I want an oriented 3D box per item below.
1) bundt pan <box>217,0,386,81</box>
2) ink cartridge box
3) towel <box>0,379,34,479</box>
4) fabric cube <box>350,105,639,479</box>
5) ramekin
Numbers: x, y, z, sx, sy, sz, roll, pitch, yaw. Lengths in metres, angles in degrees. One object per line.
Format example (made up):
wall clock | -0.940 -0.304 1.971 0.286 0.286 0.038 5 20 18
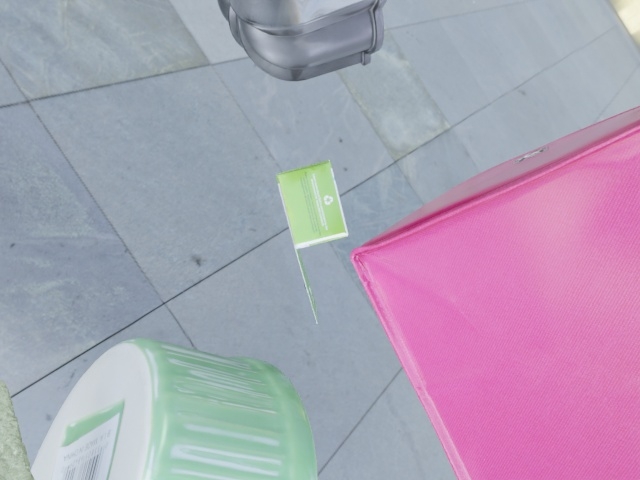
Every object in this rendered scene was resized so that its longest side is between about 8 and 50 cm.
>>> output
bundt pan | -0.067 -0.311 0.476 0.124 0.331 0.330 -28 86 -2
ink cartridge box | 0.000 0.000 0.859 0.097 0.189 0.255 -15 92 -1
towel | -0.246 0.166 0.302 0.110 0.027 0.148 -10 66 -52
fabric cube | 0.226 0.045 0.408 0.258 0.254 0.259 -25 90 -57
ramekin | -0.159 0.239 0.434 0.148 0.303 0.303 31 51 -34
